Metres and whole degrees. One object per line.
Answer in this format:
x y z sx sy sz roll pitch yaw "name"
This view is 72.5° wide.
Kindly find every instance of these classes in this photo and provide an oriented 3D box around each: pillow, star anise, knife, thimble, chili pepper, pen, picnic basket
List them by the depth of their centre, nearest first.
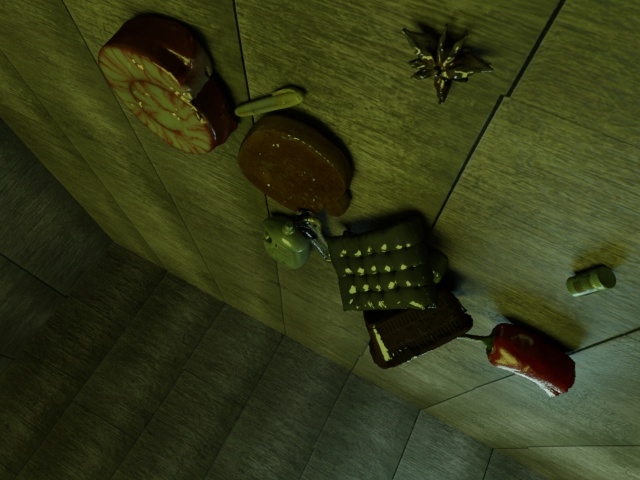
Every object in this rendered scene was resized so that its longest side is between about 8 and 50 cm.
0.168 -0.267 0.640 0.129 0.056 0.124 37 156 -15 "star anise"
-0.119 -0.300 0.949 0.233 0.032 0.040 6 123 45 "pen"
0.150 0.068 1.140 0.326 0.101 0.228 -13 90 56 "pillow"
0.286 0.073 1.167 0.084 0.062 0.110 39 155 -12 "thimble"
0.248 0.212 1.208 0.129 0.297 0.222 60 -173 -15 "picnic basket"
0.539 0.304 1.230 0.338 0.134 0.131 28 166 3 "chili pepper"
-0.003 0.005 1.336 0.089 0.043 0.365 18 163 23 "knife"

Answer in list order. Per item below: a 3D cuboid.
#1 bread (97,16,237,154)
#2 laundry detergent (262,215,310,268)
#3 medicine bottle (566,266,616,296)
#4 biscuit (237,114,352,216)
-0.354 -0.349 1.023 0.295 0.114 0.327 18 155 26 "bread"
-0.115 -0.003 1.455 0.181 0.091 0.253 34 157 8 "laundry detergent"
0.555 0.086 0.897 0.047 0.047 0.083 31 157 -1 "medicine bottle"
-0.053 -0.170 1.090 0.314 0.063 0.367 33 158 -15 "biscuit"
